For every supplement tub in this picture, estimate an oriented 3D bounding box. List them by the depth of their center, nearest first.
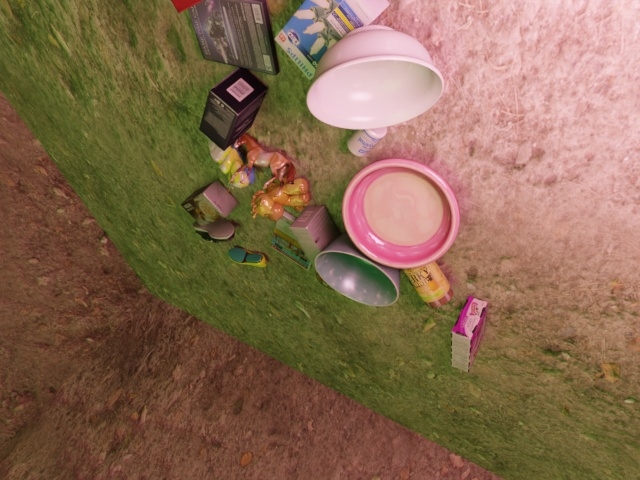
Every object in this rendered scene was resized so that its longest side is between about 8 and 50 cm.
[{"bbox_3d":[0.125,-0.282,1.204,0.071,0.071,0.107,40,149,-5],"label":"supplement tub"}]

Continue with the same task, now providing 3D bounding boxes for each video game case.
[{"bbox_3d":[-0.245,-0.575,1.233,0.274,0.026,0.196,22,146,25],"label":"video game case"},{"bbox_3d":[-0.106,0.003,1.855,0.204,0.025,0.285,32,148,7],"label":"video game case"}]

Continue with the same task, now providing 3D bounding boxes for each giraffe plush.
[{"bbox_3d":[-0.161,-0.145,1.573,0.210,0.171,0.182,23,147,22],"label":"giraffe plush"}]

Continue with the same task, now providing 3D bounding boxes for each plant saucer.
[{"bbox_3d":[0.227,-0.080,1.272,0.331,0.084,0.333,11,121,20],"label":"plant saucer"}]

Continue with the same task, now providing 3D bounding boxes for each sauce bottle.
[{"bbox_3d":[0.306,0.066,1.444,0.111,0.111,0.344,-12,122,51],"label":"sauce bottle"}]

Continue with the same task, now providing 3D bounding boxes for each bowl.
[{"bbox_3d":[0.113,-0.370,0.984,0.297,0.134,0.298,-3,168,-1],"label":"bowl"},{"bbox_3d":[0.152,0.074,1.542,0.311,0.163,0.312,23,151,14],"label":"bowl"}]

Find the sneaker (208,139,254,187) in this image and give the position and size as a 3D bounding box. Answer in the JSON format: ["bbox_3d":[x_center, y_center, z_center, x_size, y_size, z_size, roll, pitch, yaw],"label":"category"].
[{"bbox_3d":[-0.315,-0.290,1.617,0.091,0.126,0.240,-32,76,24],"label":"sneaker"}]

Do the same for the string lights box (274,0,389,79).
[{"bbox_3d":[0.018,-0.498,1.019,0.133,0.077,0.259,45,148,-16],"label":"string lights box"}]

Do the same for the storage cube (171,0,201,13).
[{"bbox_3d":[-0.259,-0.657,0.985,0.214,0.184,0.193,4,135,43],"label":"storage cube"}]

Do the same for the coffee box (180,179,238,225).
[{"bbox_3d":[-0.486,-0.160,1.948,0.246,0.098,0.141,-10,125,50],"label":"coffee box"}]

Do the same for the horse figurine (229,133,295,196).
[{"bbox_3d":[-0.187,-0.251,1.501,0.263,0.175,0.066,18,164,14],"label":"horse figurine"}]

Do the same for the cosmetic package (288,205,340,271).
[{"bbox_3d":[0.000,0.000,1.649,0.107,0.127,0.238,3,137,45],"label":"cosmetic package"}]

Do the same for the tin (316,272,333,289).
[{"bbox_3d":[0.043,0.144,1.882,0.106,0.040,0.190,38,149,7],"label":"tin"}]

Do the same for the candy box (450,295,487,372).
[{"bbox_3d":[0.509,0.326,1.536,0.071,0.159,0.234,19,145,29],"label":"candy box"}]

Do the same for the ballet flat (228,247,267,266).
[{"bbox_3d":[-0.351,0.091,2.179,0.230,0.077,0.077,10,156,34],"label":"ballet flat"}]

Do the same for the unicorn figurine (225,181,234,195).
[{"bbox_3d":[-0.333,-0.254,1.723,0.111,0.060,0.162,9,123,38],"label":"unicorn figurine"}]

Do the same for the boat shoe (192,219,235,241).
[{"bbox_3d":[-0.488,-0.039,2.112,0.302,0.114,0.091,21,147,46],"label":"boat shoe"}]

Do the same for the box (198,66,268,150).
[{"bbox_3d":[-0.269,-0.398,1.365,0.108,0.153,0.207,40,148,-5],"label":"box"}]
